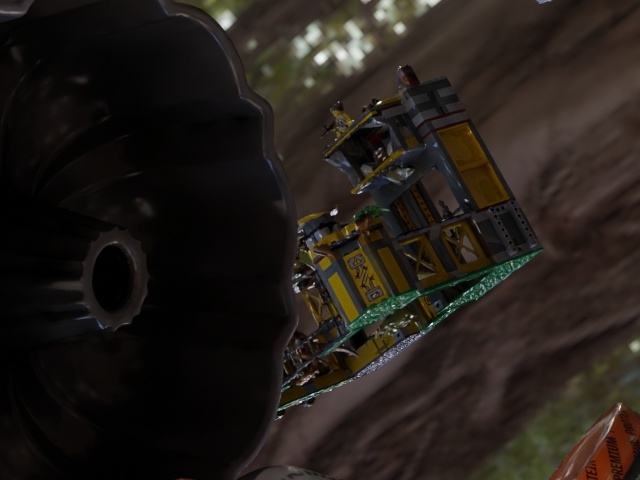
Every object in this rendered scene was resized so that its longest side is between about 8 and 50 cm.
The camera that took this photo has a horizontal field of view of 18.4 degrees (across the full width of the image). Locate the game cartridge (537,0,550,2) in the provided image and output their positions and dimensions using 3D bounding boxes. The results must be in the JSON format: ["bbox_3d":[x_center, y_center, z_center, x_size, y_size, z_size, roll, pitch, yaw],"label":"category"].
[{"bbox_3d":[0.209,-0.326,1.653,0.196,0.294,0.060,40,-123,-14],"label":"game cartridge"}]

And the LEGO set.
[{"bbox_3d":[0.000,0.000,1.587,0.255,0.331,0.192,-21,-104,-32],"label":"LEGO set"}]

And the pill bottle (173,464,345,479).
[{"bbox_3d":[0.014,0.193,1.040,0.246,0.130,0.130,22,-140,-37],"label":"pill bottle"}]

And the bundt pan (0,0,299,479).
[{"bbox_3d":[-0.154,0.020,1.065,0.331,0.124,0.330,0,-90,-54],"label":"bundt pan"}]

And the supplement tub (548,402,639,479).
[{"bbox_3d":[0.339,0.299,1.657,0.338,0.207,0.207,37,-152,2],"label":"supplement tub"}]
